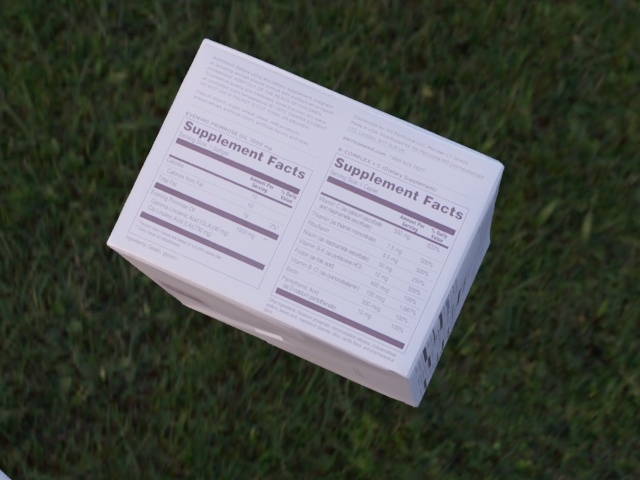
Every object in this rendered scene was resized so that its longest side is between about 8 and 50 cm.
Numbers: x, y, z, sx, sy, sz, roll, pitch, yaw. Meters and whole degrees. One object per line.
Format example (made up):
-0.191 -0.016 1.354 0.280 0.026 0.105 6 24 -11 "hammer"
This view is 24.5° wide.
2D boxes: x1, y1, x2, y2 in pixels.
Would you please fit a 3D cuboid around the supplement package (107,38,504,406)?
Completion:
0.000 0.000 1.003 0.204 0.262 0.145 24 82 9 "supplement package"

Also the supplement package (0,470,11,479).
-0.231 0.178 0.565 0.198 0.262 0.199 -21 36 24 "supplement package"
